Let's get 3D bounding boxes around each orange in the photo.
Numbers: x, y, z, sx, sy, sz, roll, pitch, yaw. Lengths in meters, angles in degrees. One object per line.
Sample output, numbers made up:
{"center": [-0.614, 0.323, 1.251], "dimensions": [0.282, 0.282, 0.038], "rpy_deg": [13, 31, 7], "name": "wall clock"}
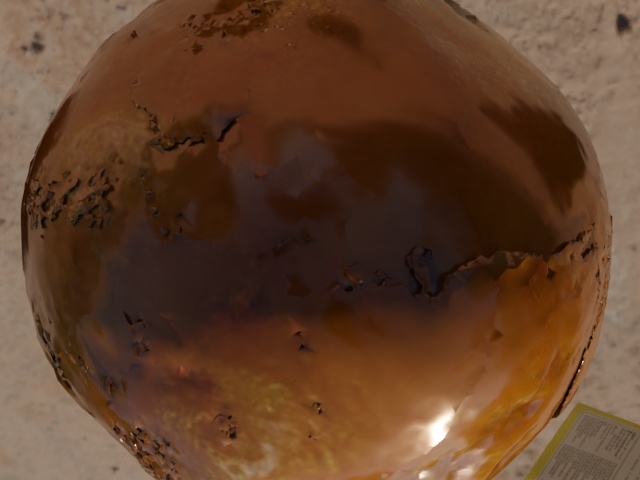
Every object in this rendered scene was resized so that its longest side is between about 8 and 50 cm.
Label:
{"center": [0.000, 0.000, 0.473], "dimensions": [0.239, 0.240, 0.240], "rpy_deg": [1, 138, 1], "name": "orange"}

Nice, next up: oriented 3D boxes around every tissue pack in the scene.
{"center": [0.184, 0.197, 0.783], "dimensions": [0.095, 0.176, 0.062], "rpy_deg": [18, 125, 28], "name": "tissue pack"}
